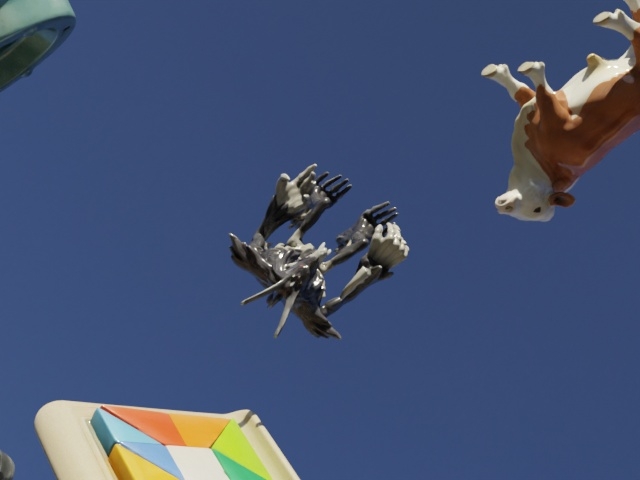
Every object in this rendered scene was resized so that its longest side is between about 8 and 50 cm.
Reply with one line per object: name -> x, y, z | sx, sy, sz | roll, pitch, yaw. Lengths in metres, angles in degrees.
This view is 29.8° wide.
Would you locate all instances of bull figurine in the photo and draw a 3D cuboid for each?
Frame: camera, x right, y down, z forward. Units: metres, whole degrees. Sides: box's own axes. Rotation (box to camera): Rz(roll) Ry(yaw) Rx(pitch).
bull figurine -> 0.311, -0.161, 1.436 | 0.310, 0.101, 0.188 | -36, -66, 0

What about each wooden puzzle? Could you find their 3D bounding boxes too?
wooden puzzle -> -0.120, 0.219, 1.106 | 0.221, 0.239, 0.044 | 49, -57, 45

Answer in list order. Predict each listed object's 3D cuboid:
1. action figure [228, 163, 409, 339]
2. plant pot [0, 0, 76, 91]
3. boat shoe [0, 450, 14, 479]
action figure -> 0.000, 0.000, 1.315 | 0.164, 0.275, 0.141 | 38, -64, -2
plant pot -> -0.319, -0.207, 0.954 | 0.293, 0.293, 0.196 | -32, -87, 30
boat shoe -> -0.387, 0.273, 1.000 | 0.306, 0.105, 0.113 | -47, -132, -5
